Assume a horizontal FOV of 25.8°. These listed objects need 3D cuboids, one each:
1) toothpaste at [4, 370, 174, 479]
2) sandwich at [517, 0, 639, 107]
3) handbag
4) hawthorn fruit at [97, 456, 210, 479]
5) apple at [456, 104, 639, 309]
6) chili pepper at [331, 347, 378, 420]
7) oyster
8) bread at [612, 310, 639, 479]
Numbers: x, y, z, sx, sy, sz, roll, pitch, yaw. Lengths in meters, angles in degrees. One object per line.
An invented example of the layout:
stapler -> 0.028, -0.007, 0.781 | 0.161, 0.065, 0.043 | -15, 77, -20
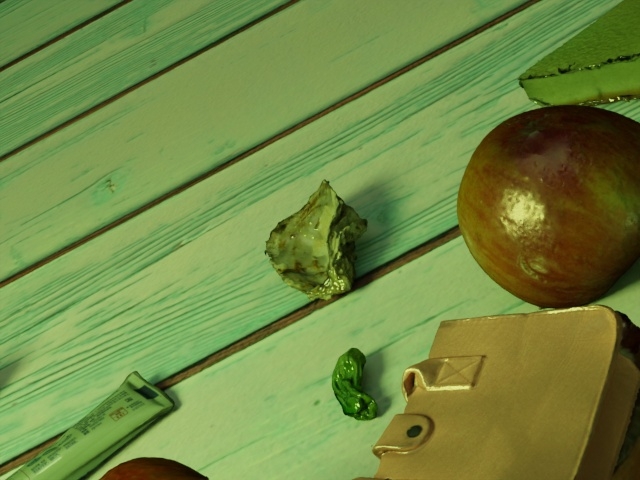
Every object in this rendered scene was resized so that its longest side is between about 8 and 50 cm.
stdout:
toothpaste -> -0.260, 0.222, 1.336 | 0.268, 0.047, 0.069 | -40, 12, -22
sandwich -> 0.356, -0.224, 1.476 | 0.245, 0.063, 0.212 | -8, 32, 33
handbag -> 0.106, 0.134, 0.887 | 0.157, 0.059, 0.212 | -4, 40, 35
hawthorn fruit -> -0.117, 0.274, 0.996 | 0.196, 0.196, 0.225 | 7, 61, 47
apple -> 0.220, -0.035, 1.223 | 0.195, 0.160, 0.173 | -43, 53, -10
chili pepper -> 0.028, 0.129, 1.244 | 0.034, 0.030, 0.091 | -4, 32, -5
oyster -> 0.000, 0.005, 1.435 | 0.105, 0.056, 0.177 | -43, 29, 0
bread -> 0.147, 0.169, 0.980 | 0.190, 0.123, 0.244 | 4, 43, 47
